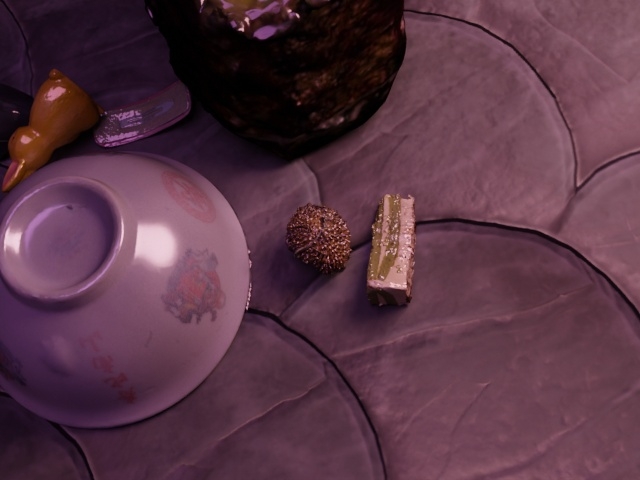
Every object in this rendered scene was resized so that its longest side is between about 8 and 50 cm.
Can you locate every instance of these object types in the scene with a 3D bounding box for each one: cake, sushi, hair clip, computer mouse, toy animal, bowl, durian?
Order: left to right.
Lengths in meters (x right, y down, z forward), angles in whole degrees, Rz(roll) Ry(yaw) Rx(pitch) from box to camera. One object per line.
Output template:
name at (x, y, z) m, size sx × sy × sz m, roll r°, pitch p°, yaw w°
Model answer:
computer mouse at (-0.452, -0.158, 1.184) m, size 0.192 × 0.062 × 0.106 m, roll 0°, pitch 68°, yaw 8°
toy animal at (-0.347, -0.128, 1.142) m, size 0.070 × 0.083 × 0.159 m, roll 35°, pitch 85°, yaw 34°
bowl at (-0.260, 0.024, 1.031) m, size 0.345 × 0.157 × 0.346 m, roll -3°, pitch 69°, yaw 8°
hair clip at (-0.221, -0.158, 1.166) m, size 0.137 × 0.022 × 0.054 m, roll -20°, pitch 66°, yaw 12°
sushi at (-0.060, -0.288, 1.046) m, size 0.299 × 0.294 × 0.281 m, roll 39°, pitch 79°, yaw 21°
durian at (0.000, 0.000, 1.046) m, size 0.080 × 0.091 × 0.080 m, roll -28°, pitch 31°, yaw 19°
cake at (0.082, 0.012, 1.052) m, size 0.051 × 0.055 × 0.140 m, roll 2°, pitch 52°, yaw 11°
